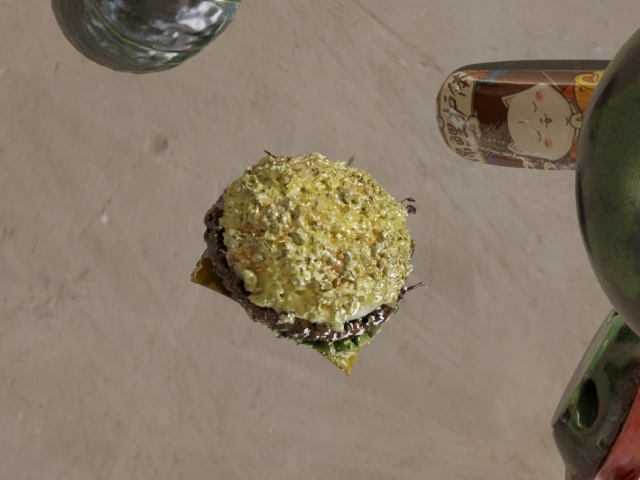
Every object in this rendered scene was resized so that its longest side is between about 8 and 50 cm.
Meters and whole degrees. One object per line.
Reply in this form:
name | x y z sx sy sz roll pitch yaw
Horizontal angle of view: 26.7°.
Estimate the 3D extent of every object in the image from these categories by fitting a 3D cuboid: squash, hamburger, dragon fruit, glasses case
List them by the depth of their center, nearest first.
squash | -0.159 -0.283 1.283 0.165 0.252 0.252 14 106 -34
hamburger | 0.000 0.000 1.454 0.243 0.262 0.139 30 137 -4
glasses case | 0.289 -0.143 1.550 0.320 0.082 0.122 3 131 23
dragon fruit | 0.362 0.183 1.575 0.130 0.268 0.295 30 88 6

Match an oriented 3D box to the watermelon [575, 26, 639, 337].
watermelon | 0.276 -0.034 0.748 0.268 0.269 0.269 -2 107 -6
